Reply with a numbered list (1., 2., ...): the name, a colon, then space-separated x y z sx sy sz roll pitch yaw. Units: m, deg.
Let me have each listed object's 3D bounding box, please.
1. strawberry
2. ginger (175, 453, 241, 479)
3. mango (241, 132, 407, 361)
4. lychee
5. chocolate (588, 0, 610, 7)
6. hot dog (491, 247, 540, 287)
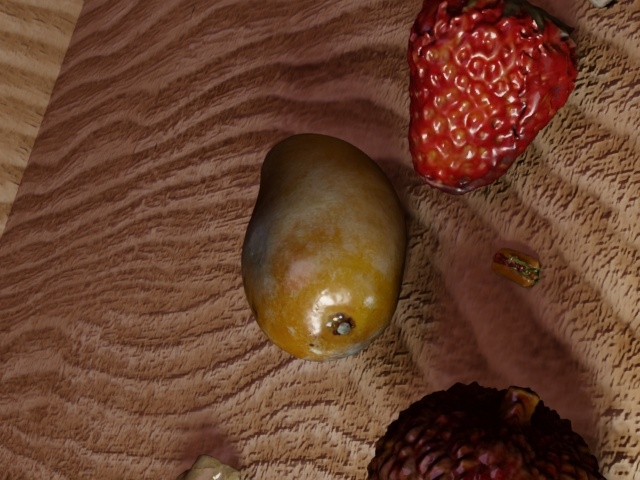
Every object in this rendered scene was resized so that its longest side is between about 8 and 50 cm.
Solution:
1. strawberry: 0.183 -0.168 1.600 0.244 0.205 0.205 -68 28 15
2. ginger: -0.170 0.393 1.827 0.137 0.074 0.213 -8 56 66
3. mango: 0.000 0.000 1.734 0.221 0.199 0.384 -51 31 24
4. lychee: 0.149 0.260 1.284 0.236 0.236 0.271 32 116 60
5. chocolate: 0.374 -0.389 1.566 0.261 0.083 0.161 -36 39 40
6. hot dog: 0.218 0.029 1.551 0.083 0.021 0.037 21 87 61
